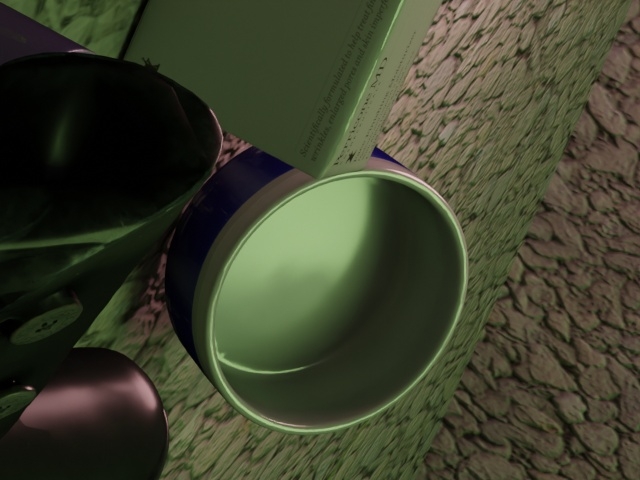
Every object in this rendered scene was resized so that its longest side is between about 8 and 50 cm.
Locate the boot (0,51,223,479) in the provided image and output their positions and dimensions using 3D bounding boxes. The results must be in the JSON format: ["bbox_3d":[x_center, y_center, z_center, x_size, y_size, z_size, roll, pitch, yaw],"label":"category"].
[{"bbox_3d":[-0.169,0.050,1.077,0.367,0.146,0.445,-23,156,-40],"label":"boot"}]

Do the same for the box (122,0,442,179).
[{"bbox_3d":[-0.023,-0.165,1.423,0.181,0.182,0.119,-65,165,14],"label":"box"}]

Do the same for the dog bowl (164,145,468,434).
[{"bbox_3d":[-0.004,0.037,1.735,0.264,0.104,0.265,-12,120,-23],"label":"dog bowl"}]

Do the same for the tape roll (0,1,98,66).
[{"bbox_3d":[-0.215,-0.051,1.190,0.189,0.080,0.189,-55,165,-23],"label":"tape roll"}]
